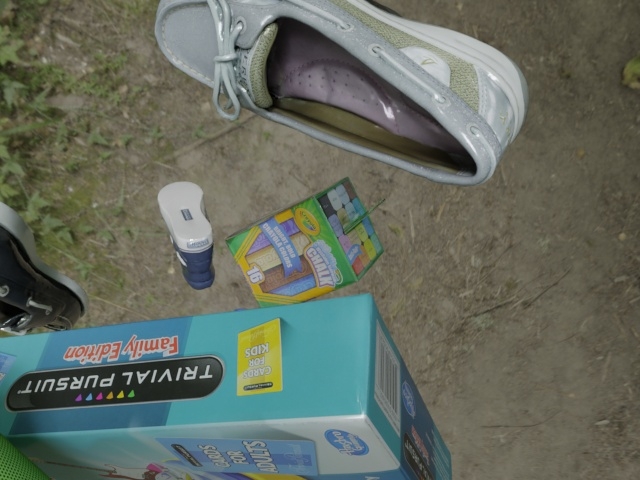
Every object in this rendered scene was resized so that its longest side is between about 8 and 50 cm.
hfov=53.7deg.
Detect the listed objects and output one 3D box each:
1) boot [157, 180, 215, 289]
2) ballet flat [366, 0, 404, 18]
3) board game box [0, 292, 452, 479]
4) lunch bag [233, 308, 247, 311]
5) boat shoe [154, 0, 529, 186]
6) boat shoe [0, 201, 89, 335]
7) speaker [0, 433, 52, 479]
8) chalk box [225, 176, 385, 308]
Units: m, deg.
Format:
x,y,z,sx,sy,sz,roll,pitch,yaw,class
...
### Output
x,y,z,sx,sy,sz,roll,pitch,yaw,class
-0.192,-0.011,0.911,0.069,0.086,0.190,-8,33,-13,boot
0.008,-0.220,0.582,0.173,0.049,0.057,33,43,-13,ballet flat
-0.091,0.157,0.470,0.336,0.253,0.079,-9,50,18,board game box
-0.037,0.344,0.853,0.239,0.327,0.385,4,55,28,lunch bag
-0.004,-0.131,0.493,0.320,0.118,0.103,25,44,14,boat shoe
-0.347,0.054,0.695,0.114,0.302,0.091,9,63,9,boat shoe
-0.157,0.200,0.329,0.131,0.131,0.296,-39,109,-7,speaker
0.000,0.000,0.908,0.213,0.132,0.132,-22,97,29,chalk box
